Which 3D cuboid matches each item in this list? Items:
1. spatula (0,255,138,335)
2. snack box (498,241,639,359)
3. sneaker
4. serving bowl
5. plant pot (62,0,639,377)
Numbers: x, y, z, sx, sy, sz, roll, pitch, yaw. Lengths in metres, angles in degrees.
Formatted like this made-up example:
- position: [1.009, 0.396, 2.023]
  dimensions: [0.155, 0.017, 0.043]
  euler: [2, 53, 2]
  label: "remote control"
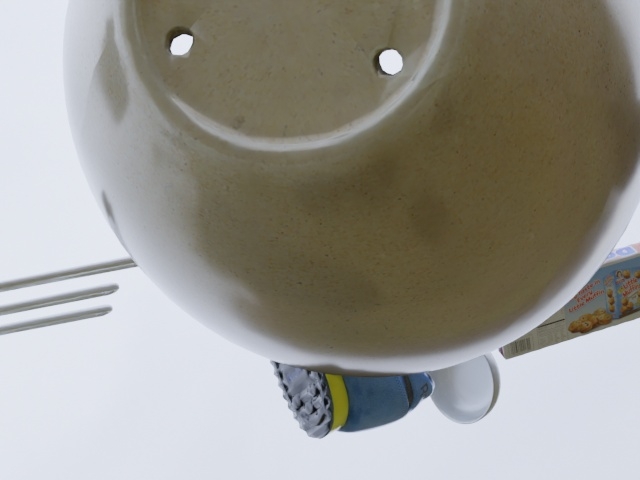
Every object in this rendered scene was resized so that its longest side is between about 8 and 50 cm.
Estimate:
- position: [-0.263, 0.059, 1.072]
  dimensions: [0.242, 0.019, 0.168]
  euler: [-10, -19, -30]
  label: "spatula"
- position: [0.235, 0.047, 1.144]
  dimensions: [0.178, 0.022, 0.064]
  euler: [-16, -66, -8]
  label: "snack box"
- position: [0.000, 0.000, 0.713]
  dimensions: [0.082, 0.209, 0.069]
  euler: [-16, -10, -25]
  label: "sneaker"
- position: [0.133, 0.123, 1.198]
  dimensions: [0.027, 0.083, 0.083]
  euler: [-10, -46, -43]
  label: "serving bowl"
- position: [0.007, -0.081, 0.564]
  dimensions: [0.284, 0.284, 0.191]
  euler: [-41, -10, 6]
  label: "plant pot"
